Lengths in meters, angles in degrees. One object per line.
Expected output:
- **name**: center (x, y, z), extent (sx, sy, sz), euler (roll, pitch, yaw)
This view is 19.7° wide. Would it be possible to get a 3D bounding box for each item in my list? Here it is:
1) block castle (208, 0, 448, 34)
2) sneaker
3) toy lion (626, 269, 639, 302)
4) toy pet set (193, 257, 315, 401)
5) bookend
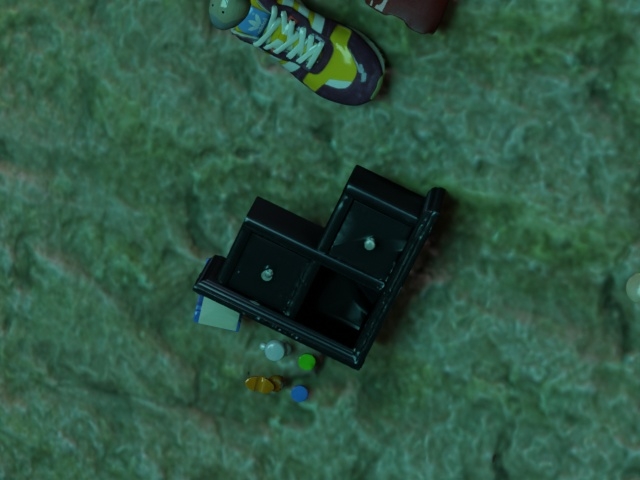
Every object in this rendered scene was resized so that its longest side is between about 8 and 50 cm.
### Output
- **block castle**: center (-0.106, -0.335, 1.493), extent (0.453, 0.303, 0.213), euler (38, 106, 26)
- **sneaker**: center (-0.029, -0.175, 1.577), extent (0.185, 0.084, 0.069), euler (38, 113, 27)
- **toy lion**: center (0.298, 0.031, 1.404), extent (0.100, 0.034, 0.096), euler (41, 107, 25)
- **toy pet set**: center (-0.054, 0.066, 1.639), extent (0.114, 0.065, 0.122), euler (13, 106, -3)
- **bookend**: center (0.000, 0.000, 1.536), extent (0.156, 0.072, 0.157), euler (27, 109, -1)
